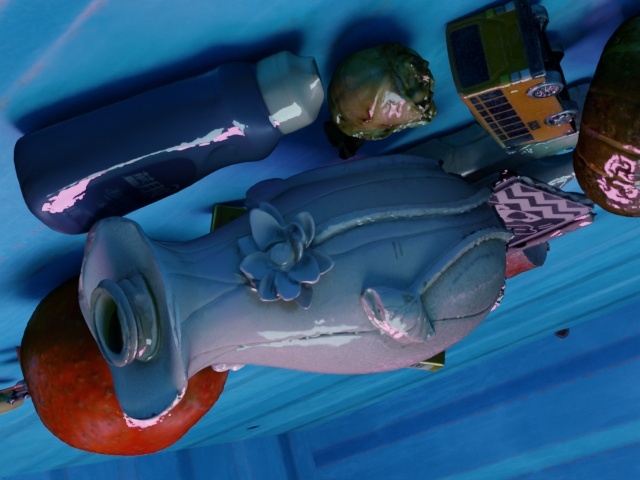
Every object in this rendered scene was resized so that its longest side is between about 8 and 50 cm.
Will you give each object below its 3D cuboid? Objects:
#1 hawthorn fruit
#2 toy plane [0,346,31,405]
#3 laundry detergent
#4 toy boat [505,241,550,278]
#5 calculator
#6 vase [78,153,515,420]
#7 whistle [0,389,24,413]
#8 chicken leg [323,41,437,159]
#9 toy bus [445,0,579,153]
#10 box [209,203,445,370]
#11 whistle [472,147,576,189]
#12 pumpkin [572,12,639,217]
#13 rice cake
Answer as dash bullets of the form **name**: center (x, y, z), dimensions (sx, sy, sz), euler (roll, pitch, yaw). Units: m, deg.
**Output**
- **hawthorn fruit**: center (-0.250, 0.154, 1.258), dimensions (0.275, 0.275, 0.299), euler (-2, 167, -38)
- **toy plane**: center (-0.412, 0.237, 1.641), dimensions (0.223, 0.104, 0.326), euler (-22, 162, 19)
- **laundry detergent**: center (-0.127, -0.092, 0.866), dimensions (0.290, 0.094, 0.143), euler (-19, 162, 12)
- **toy boat**: center (0.228, 0.023, 1.603), dimensions (0.282, 0.096, 0.206), euler (-12, 161, 34)
- **calculator**: center (0.209, -0.019, 1.218), dimensions (0.165, 0.028, 0.274), euler (18, 154, -30)
- **vase**: center (-0.019, 0.044, 0.969), dimensions (0.445, 0.250, 0.250), euler (-11, 164, -38)
- **whistle**: center (-0.648, 0.287, 1.617), dimensions (0.141, 0.141, 0.294), euler (-31, 176, 42)
- **chicken leg**: center (0.055, -0.133, 0.920), dimensions (0.103, 0.088, 0.228), euler (-29, 173, -9)
- **toy bus**: center (0.194, -0.158, 0.939), dimensions (0.103, 0.091, 0.182), euler (-15, 162, 21)
- **box**: center (0.008, 0.061, 1.184), dimensions (0.311, 0.173, 0.043), euler (9, 159, -11)
- **whistle**: center (0.260, -0.062, 1.309), dimensions (0.269, 0.093, 0.180), euler (-23, -174, 23)
- **pumpkin**: center (0.358, -0.135, 0.968), dimensions (0.162, 0.219, 0.219), euler (21, 175, 21)
- **rice cake**: center (0.189, -0.106, 1.146), dimensions (0.336, 0.066, 0.063), euler (-20, 164, 12)
